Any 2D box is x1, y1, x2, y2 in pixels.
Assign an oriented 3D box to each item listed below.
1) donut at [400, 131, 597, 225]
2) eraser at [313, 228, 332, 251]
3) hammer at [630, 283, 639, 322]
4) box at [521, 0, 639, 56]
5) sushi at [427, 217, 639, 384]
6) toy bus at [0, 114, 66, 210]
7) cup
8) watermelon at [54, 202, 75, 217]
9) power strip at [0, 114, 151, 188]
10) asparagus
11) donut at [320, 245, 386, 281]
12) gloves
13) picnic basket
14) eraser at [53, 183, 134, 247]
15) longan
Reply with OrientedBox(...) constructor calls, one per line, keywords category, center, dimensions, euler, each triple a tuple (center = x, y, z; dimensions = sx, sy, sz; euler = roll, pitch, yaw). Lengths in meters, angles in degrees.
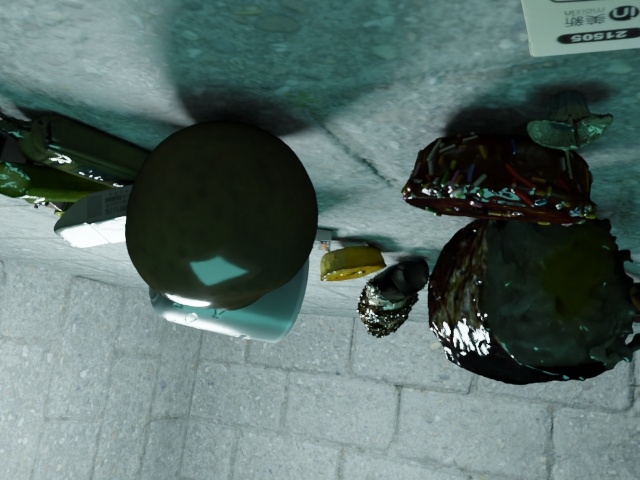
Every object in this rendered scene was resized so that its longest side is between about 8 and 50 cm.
OrientedBox(category="donut", center=(0.219, -0.073, 0.744), dimensions=(0.235, 0.089, 0.235), euler=(8, 178, 0))
OrientedBox(category="eraser", center=(0.000, 0.000, 1.383), dimensions=(0.052, 0.029, 0.122), euler=(7, 168, 1))
OrientedBox(category="hammer", center=(0.701, 0.107, 1.396), dimensions=(0.409, 0.095, 0.242), euler=(25, 159, -39))
OrientedBox(category="box", center=(0.227, -0.186, 0.277), dimensions=(0.274, 0.091, 0.221), euler=(1, 167, 28))
OrientedBox(category="sushi", center=(0.349, 0.102, 1.038), dimensions=(0.281, 0.299, 0.294), euler=(-6, 168, -13))
OrientedBox(category="toy bus", center=(-0.500, -0.127, 0.958), dimensions=(0.112, 0.090, 0.274), euler=(15, 167, 7))
OrientedBox(category="cup", center=(-0.178, 0.034, 1.229), dimensions=(0.274, 0.259, 0.356), euler=(13, 135, -24))
OrientedBox(category="watermelon", center=(-0.505, -0.070, 1.273), dimensions=(0.105, 0.062, 0.105), euler=(4, 175, 0))
OrientedBox(category="power strip", center=(-0.314, -0.114, 0.969), dimensions=(0.092, 0.066, 0.387), euler=(-7, 161, 40))
OrientedBox(category="asparagus", center=(-0.417, -0.091, 0.976), dimensions=(0.060, 0.067, 0.278), euler=(13, -172, 12))
OrientedBox(category="donut", center=(0.074, 0.053, 1.449), dimensions=(0.162, 0.065, 0.178), euler=(-13, 168, 8))
OrientedBox(category="gloves", center=(0.185, 0.148, 1.592), dimensions=(0.135, 0.210, 0.312), euler=(34, 148, 14))
OrientedBox(category="picnic basket", center=(0.255, -0.112, 0.616), dimensions=(0.083, 0.083, 0.065), euler=(1, 161, 12))
OrientedBox(category="eraser", center=(-0.242, -0.058, 0.964), dimensions=(0.352, 0.061, 0.089), euler=(-12, 155, 4))
OrientedBox(category="longan", center=(-0.127, -0.029, 0.797), dimensions=(0.258, 0.258, 0.258), euler=(7, 168, 1))
